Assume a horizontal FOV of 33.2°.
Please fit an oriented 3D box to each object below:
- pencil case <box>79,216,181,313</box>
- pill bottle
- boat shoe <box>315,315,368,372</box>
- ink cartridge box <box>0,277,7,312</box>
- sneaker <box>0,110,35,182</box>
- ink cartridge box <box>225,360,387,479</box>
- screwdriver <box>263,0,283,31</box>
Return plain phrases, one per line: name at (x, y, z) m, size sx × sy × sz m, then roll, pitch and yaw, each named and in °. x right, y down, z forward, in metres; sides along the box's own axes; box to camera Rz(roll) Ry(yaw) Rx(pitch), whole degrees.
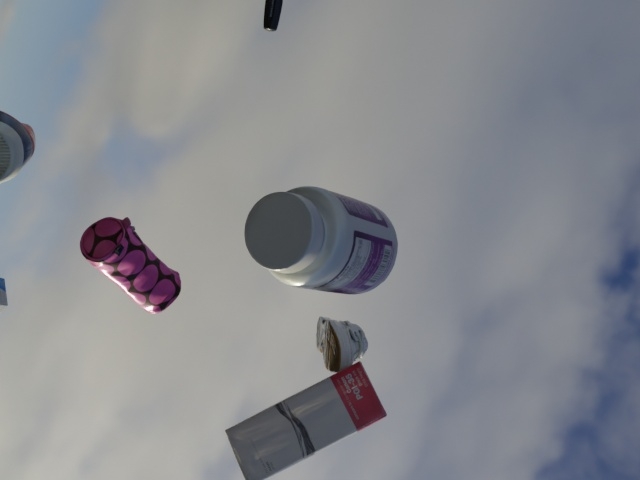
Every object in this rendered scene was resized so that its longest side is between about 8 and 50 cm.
pencil case at (-0.317, 0.043, 1.841) m, size 0.098 × 0.209 × 0.095 m, roll -42°, pitch -126°, yaw -4°
pill bottle at (0.000, 0.000, 1.795) m, size 0.169 × 0.301 × 0.169 m, roll -4°, pitch -98°, yaw 26°
boat shoe at (0.052, 0.207, 2.207) m, size 0.277 × 0.096 × 0.098 m, roll -128°, pitch -137°, yaw -80°
ink cartridge box at (-0.476, 0.070, 1.475) m, size 0.028 × 0.083 × 0.048 m, roll -42°, pitch -131°, yaw 29°
sneaker at (-0.597, -0.154, 1.618) m, size 0.148 × 0.350 × 0.131 m, roll -64°, pitch 164°, yaw -72°
ink cartridge box at (-0.029, 0.346, 2.025) m, size 0.117 × 0.283 × 0.207 m, roll 63°, pitch -6°, yaw 8°
screwdriver at (-0.054, -0.367, 1.453) m, size 0.025 × 0.024 × 0.170 m, roll 15°, pitch -85°, yaw 36°
